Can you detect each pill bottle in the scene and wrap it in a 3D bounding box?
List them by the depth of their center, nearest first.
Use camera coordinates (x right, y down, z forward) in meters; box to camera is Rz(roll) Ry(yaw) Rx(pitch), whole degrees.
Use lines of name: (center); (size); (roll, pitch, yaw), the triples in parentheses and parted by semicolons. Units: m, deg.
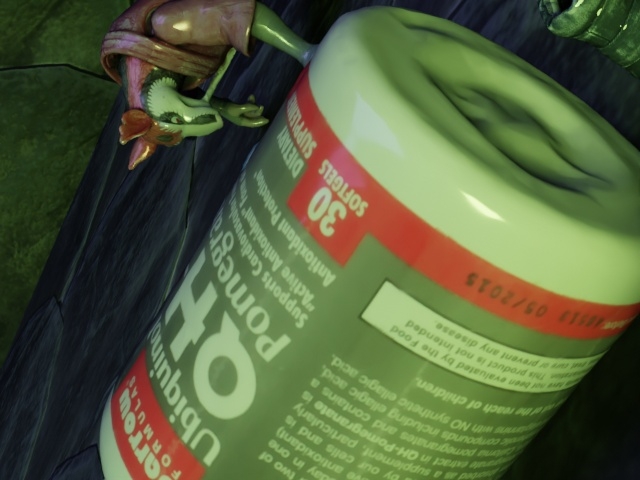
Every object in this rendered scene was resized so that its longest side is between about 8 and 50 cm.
pill bottle: (0.005, 0.067, 0.603); (0.318, 0.176, 0.176); (-57, 21, 26)

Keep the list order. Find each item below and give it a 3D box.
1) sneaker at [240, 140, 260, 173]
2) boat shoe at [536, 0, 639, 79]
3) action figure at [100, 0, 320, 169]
sneaker: (0.000, 0.000, 0.865); (0.092, 0.087, 0.229); (-45, 35, 35)
boat shoe: (0.148, -0.154, 0.609); (0.065, 0.083, 0.183); (-47, 28, 47)
action figure: (-0.101, -0.229, 1.134); (0.248, 0.275, 0.370); (-29, 28, 53)
